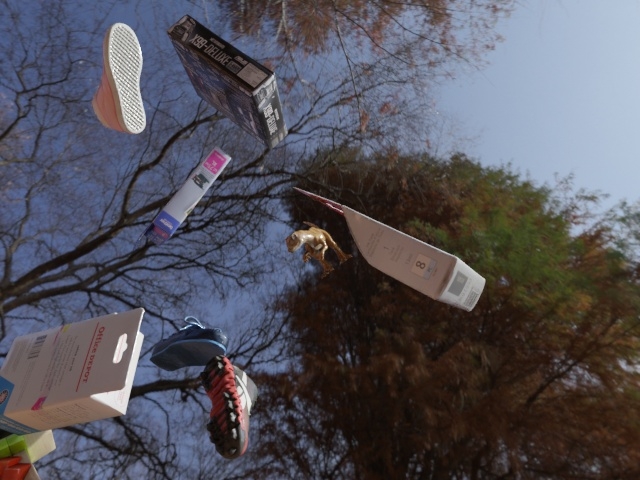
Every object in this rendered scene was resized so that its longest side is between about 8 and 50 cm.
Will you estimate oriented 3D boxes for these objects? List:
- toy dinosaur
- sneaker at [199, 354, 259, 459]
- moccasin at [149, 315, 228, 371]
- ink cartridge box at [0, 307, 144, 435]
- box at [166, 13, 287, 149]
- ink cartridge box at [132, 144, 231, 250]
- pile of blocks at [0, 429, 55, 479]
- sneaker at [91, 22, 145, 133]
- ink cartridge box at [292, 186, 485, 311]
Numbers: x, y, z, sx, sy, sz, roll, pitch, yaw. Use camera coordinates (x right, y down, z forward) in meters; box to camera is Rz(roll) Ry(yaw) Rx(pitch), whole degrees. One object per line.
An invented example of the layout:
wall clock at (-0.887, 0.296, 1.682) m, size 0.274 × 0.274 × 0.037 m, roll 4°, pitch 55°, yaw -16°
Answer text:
toy dinosaur at (0.000, 0.000, 0.773) m, size 0.064 × 0.211 × 0.112 m, roll -37°, pitch -93°, yaw 12°
sneaker at (-0.198, 0.391, 1.022) m, size 0.098 × 0.276 × 0.135 m, roll -47°, pitch -57°, yaw 7°
moccasin at (-0.381, 0.285, 1.248) m, size 0.341 × 0.117 × 0.138 m, roll -18°, pitch -54°, yaw 37°
ink cartridge box at (-0.279, 0.152, 0.507) m, size 0.181 × 0.104 × 0.062 m, roll -14°, pitch -43°, yaw 10°
box at (-0.235, -0.405, 1.141) m, size 0.307 × 0.242 × 0.076 m, roll 38°, pitch -104°, yaw 17°
ink cartridge box at (-0.363, -0.094, 1.133) m, size 0.065 × 0.311 × 0.185 m, roll 41°, pitch -25°, yaw -16°
pile of blocks at (-0.532, 0.310, 0.746) m, size 0.148 × 0.362 × 0.113 m, roll -4°, pitch -61°, yaw -21°
sneaker at (-0.272, -0.209, 0.571) m, size 0.070 × 0.051 × 0.135 m, roll 10°, pitch -71°, yaw 31°
ink cartridge box at (0.141, 0.021, 0.948) m, size 0.384 × 0.308 × 0.091 m, roll 26°, pitch -88°, yaw 32°
